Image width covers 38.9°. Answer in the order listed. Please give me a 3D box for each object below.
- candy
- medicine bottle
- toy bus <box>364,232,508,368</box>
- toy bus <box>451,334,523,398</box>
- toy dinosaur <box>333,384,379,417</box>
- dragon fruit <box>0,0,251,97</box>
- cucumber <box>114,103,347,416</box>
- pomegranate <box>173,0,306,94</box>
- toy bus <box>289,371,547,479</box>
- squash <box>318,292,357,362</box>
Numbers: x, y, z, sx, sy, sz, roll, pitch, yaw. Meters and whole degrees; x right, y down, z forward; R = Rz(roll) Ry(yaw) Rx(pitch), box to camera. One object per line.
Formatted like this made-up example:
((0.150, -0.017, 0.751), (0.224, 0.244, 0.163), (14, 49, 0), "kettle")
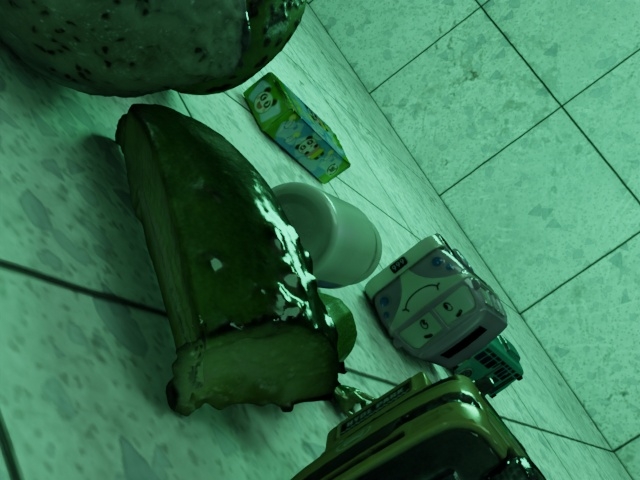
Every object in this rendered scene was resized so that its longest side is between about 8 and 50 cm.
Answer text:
((-0.034, -0.176, 1.441), (0.194, 0.062, 0.097), (38, 21, -51), "candy")
((0.000, 0.000, 0.994), (0.102, 0.103, 0.187), (57, 13, 16), "medicine bottle")
((0.165, 0.088, 1.265), (0.142, 0.142, 0.202), (58, 13, 24), "toy bus")
((0.260, 0.186, 1.457), (0.160, 0.092, 0.079), (40, 20, -47), "toy bus")
((0.026, 0.148, 0.878), (0.060, 0.029, 0.120), (39, 6, 15), "toy dinosaur")
((-0.192, -0.222, 0.729), (0.283, 0.204, 0.221), (-152, -133, -65), "dragon fruit")
((-0.079, -0.016, 0.698), (0.145, 0.105, 0.325), (5, 35, -29), "cucumber")
((-0.121, -0.296, 1.022), (0.254, 0.270, 0.254), (36, -26, 20), "pomegranate")
((0.124, 0.263, 0.590), (0.365, 0.177, 0.202), (55, 9, -8), "toy bus")
((-0.012, 0.088, 0.791), (0.219, 0.068, 0.077), (-12, 86, -77), "squash")
